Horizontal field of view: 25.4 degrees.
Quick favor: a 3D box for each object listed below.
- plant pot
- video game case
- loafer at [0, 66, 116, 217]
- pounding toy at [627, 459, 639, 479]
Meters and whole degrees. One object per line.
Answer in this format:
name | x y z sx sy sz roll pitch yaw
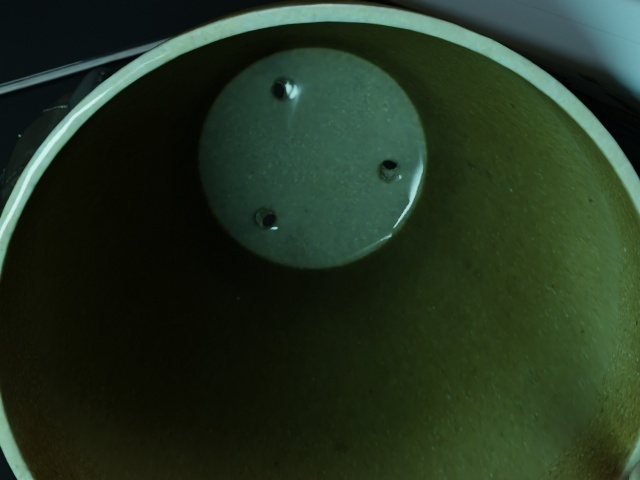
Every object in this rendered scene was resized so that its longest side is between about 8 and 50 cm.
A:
plant pot | 0.000 0.000 0.600 0.237 0.237 0.254 -3 18 -1
video game case | 0.179 -0.042 0.623 0.329 0.036 0.300 27 3 37
loafer | -0.137 -0.002 0.727 0.078 0.080 0.220 -27 27 24
pounding toy | 0.072 0.160 0.435 0.181 0.094 0.206 23 41 27
